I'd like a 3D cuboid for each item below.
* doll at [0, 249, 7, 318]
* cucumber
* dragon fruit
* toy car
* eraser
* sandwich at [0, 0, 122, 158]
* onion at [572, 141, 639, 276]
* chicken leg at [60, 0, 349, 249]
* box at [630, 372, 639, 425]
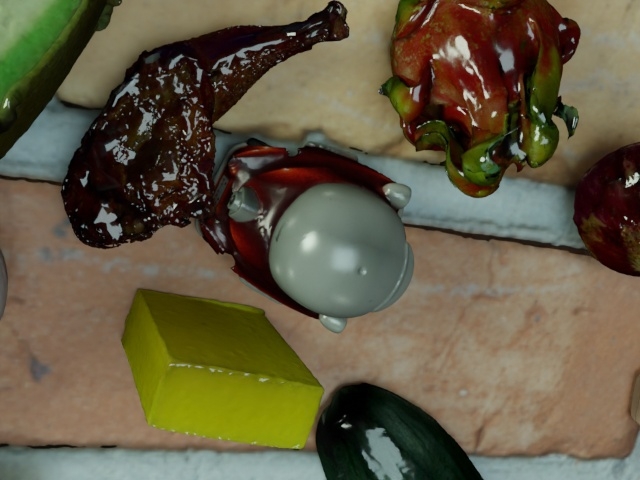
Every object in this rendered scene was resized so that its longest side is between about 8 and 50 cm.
[{"bbox_3d":[-0.246,0.119,0.545,0.160,0.094,0.365,-9,109,-9],"label":"doll"},{"bbox_3d":[0.077,0.209,0.711,0.115,0.063,0.244,-40,114,-5],"label":"cucumber"},{"bbox_3d":[0.111,-0.102,0.606,0.138,0.175,0.142,-5,139,-9],"label":"dragon fruit"},{"bbox_3d":[0.000,0.000,0.586,0.139,0.112,0.112,23,98,-25],"label":"toy car"},{"bbox_3d":[-0.065,0.075,0.581,0.097,0.122,0.045,13,103,-23],"label":"eraser"},{"bbox_3d":[-0.232,-0.089,0.442,0.212,0.109,0.292,27,62,-11],"label":"sandwich"},{"bbox_3d":[0.239,-0.024,0.682,0.107,0.097,0.107,9,124,14],"label":"onion"},{"bbox_3d":[-0.074,-0.077,0.560,0.093,0.053,0.205,36,94,4],"label":"chicken leg"},{"bbox_3d":[0.314,0.129,0.790,0.115,0.025,0.048,-3,113,-19],"label":"box"}]
